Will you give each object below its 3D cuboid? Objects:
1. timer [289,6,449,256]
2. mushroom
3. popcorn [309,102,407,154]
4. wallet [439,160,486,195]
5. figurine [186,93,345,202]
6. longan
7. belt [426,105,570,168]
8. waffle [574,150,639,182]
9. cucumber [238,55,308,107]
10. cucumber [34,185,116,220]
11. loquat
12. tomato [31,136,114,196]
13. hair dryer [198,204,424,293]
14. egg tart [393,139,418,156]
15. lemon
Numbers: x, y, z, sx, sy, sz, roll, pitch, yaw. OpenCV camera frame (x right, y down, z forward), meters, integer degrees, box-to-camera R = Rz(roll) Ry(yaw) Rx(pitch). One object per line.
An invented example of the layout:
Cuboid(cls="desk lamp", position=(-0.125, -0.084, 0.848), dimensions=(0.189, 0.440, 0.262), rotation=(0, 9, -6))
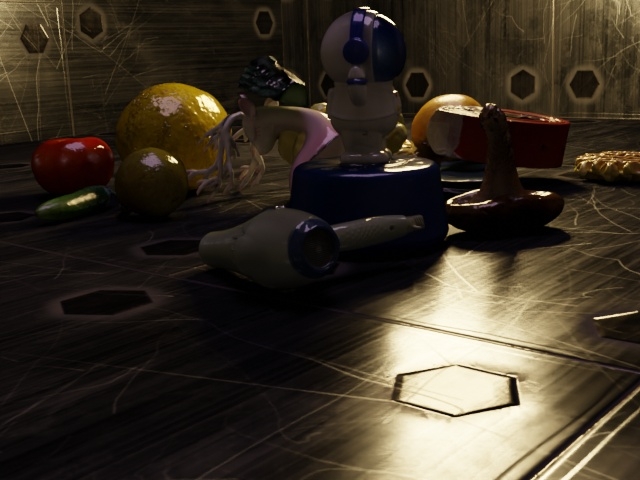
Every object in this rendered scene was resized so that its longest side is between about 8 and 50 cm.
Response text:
Cuboid(cls="timer", position=(0.073, -0.182, 1.414), dimensions=(0.270, 0.383, 0.270), rotation=(-2, 13, 0))
Cuboid(cls="mushroom", position=(0.320, -0.126, 1.496), dimensions=(0.227, 0.217, 0.148), rotation=(-6, 12, -27))
Cuboid(cls="popcorn", position=(0.085, -0.238, 1.966), dimensions=(0.255, 0.195, 0.256), rotation=(-9, 18, 30))
Cuboid(cls="wallet", position=(0.356, -0.145, 1.981), dimensions=(0.191, 0.046, 0.379), rotation=(0, 12, 11))
Cuboid(cls="figurine", position=(-0.121, -0.180, 1.869), dimensions=(0.316, 0.284, 0.206), rotation=(38, 24, 32))
Cuboid(cls="longan", position=(-0.346, -0.105, 1.742), dimensions=(0.145, 0.176, 0.155), rotation=(38, -14, -3))
Cuboid(cls="belt", position=(0.414, -0.245, 2.024), dimensions=(0.324, 0.115, 0.227), rotation=(5, 14, -5))
Cuboid(cls="waffle", position=(0.721, -0.173, 2.026), dimensions=(0.249, 0.056, 0.253), rotation=(0, 12, 9))
Cuboid(cls="cucumber", position=(-0.099, -0.334, 1.824), dimensions=(0.115, 0.085, 0.193), rotation=(10, 21, -39))
Cuboid(cls="cucumber", position=(-0.494, -0.079, 1.800), dimensions=(0.056, 0.056, 0.250), rotation=(3, 16, 23))
Cuboid(cls="loquat", position=(0.336, -0.273, 2.228), dimensions=(0.208, 0.208, 0.208), rotation=(-2, 12, 0))
Cuboid(cls="tomato", position=(-0.586, -0.175, 2.063), dimensions=(0.195, 0.136, 0.195), rotation=(-4, 10, 1))
Cuboid(cls="hair dryer", position=(-0.041, 0.004, 1.260), dimensions=(0.296, 0.119, 0.298), rotation=(-3, 5, 36))
Cuboid(cls="egg tart", position=(0.131, -0.207, 2.188), dimensions=(0.234, 0.094, 0.234), rotation=(1, 13, 0))
Cuboid(cls="lemon", position=(-0.339, -0.241, 2.043), dimensions=(0.258, 0.258, 0.310), rotation=(4, 14, 26))
